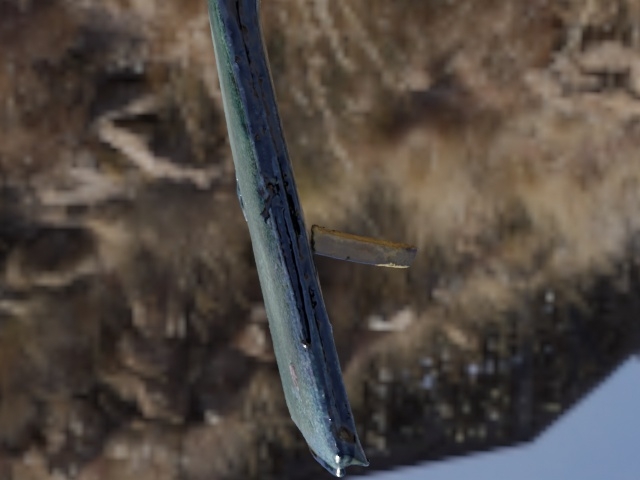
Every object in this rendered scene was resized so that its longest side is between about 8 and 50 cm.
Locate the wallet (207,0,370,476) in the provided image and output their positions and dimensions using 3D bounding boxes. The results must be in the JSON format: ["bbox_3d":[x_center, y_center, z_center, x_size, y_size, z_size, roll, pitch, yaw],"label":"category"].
[{"bbox_3d":[-0.033,-0.027,1.356,0.046,0.379,0.191,-12,-169,-5],"label":"wallet"}]

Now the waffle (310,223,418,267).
[{"bbox_3d":[0.000,0.000,1.450,0.097,0.023,0.153,10,180,33],"label":"waffle"}]
